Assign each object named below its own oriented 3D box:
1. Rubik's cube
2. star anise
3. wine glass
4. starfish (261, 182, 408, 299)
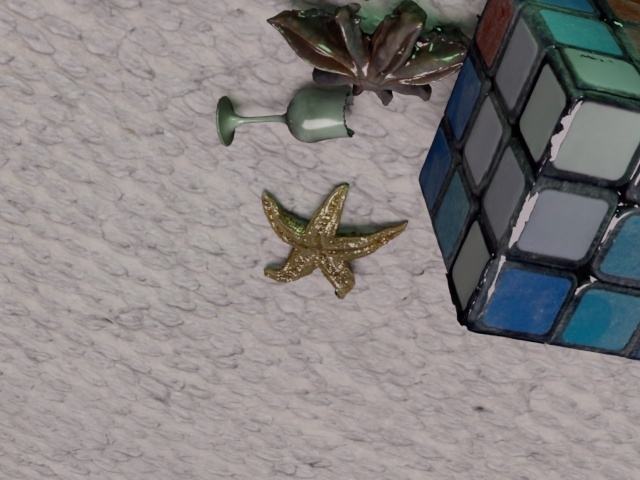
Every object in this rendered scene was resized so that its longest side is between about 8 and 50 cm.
[{"bbox_3d":[0.356,-0.089,1.626,0.359,0.363,0.362,9,124,-12],"label":"Rubik's cube"},{"bbox_3d":[0.084,-0.261,1.756,0.257,0.110,0.198,-3,152,33],"label":"star anise"},{"bbox_3d":[-0.048,-0.178,1.888,0.195,0.079,0.079,-1,132,16],"label":"wine glass"},{"bbox_3d":[0.000,0.000,2.074,0.277,0.062,0.236,-17,121,32],"label":"starfish"}]
